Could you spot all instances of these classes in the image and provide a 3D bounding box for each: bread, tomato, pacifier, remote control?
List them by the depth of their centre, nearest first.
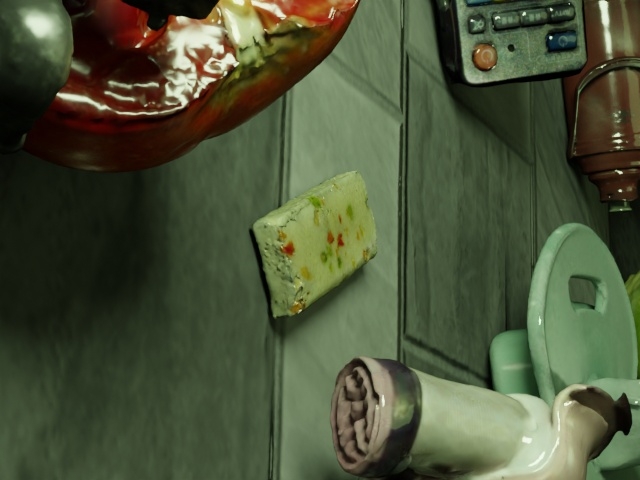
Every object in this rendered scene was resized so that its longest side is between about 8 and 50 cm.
[{"bbox_3d":[-0.100,-0.127,0.789,0.233,0.139,0.200,-29,77,-30],"label":"tomato"},{"bbox_3d":[0.000,0.000,1.102,0.154,0.028,0.068,-32,110,-63],"label":"bread"},{"bbox_3d":[0.138,-0.330,1.352,0.062,0.144,0.399,-159,-119,-72],"label":"remote control"},{"bbox_3d":[0.283,0.152,1.355,0.288,0.269,0.343,3,83,-62],"label":"pacifier"}]

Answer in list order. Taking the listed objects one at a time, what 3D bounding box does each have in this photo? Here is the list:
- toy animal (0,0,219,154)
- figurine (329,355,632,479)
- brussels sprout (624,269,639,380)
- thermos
[{"bbox_3d":[-0.120,-0.204,0.686,0.168,0.106,0.343,-13,66,-26],"label":"toy animal"},{"bbox_3d":[0.081,0.257,0.985,0.253,0.211,0.361,52,39,-50],"label":"figurine"},{"bbox_3d":[0.382,0.104,1.710,0.161,0.144,0.180,38,54,-8],"label":"brussels sprout"},{"bbox_3d":[0.294,-0.143,1.653,0.124,0.099,0.232,167,-83,-79],"label":"thermos"}]
